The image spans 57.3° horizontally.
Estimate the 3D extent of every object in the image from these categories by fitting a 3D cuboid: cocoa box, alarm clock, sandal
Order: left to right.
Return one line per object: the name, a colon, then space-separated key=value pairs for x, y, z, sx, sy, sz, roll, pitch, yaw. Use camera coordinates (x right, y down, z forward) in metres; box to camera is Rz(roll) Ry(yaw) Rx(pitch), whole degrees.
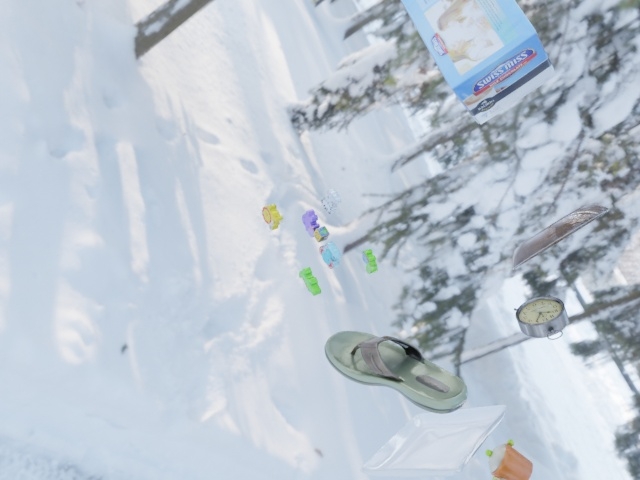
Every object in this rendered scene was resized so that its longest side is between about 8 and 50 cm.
sandal: x=0.145 y=0.233 z=1.140 sx=0.120 sy=0.302 sz=0.086 roll=-42 pitch=135 yaw=-40
cocoa box: x=0.397 y=-0.528 z=1.504 sx=0.228 sy=0.231 sz=0.347 roll=23 pitch=41 yaw=-56
alarm clock: x=0.599 y=0.217 z=1.566 sx=0.192 sy=0.129 sz=0.064 roll=-85 pitch=152 yaw=-71

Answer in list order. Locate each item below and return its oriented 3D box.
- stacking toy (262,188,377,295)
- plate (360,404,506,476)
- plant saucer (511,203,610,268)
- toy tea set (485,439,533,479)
stacking toy: x=0.000 y=0.000 z=1.200 sx=0.166 sy=0.052 sz=0.221 roll=-17 pitch=66 yaw=-30
plate: x=0.273 y=0.479 z=1.374 sx=0.278 sy=0.277 sz=0.045 roll=-24 pitch=90 yaw=-48
plant saucer: x=0.675 y=-0.018 z=1.682 sx=0.050 sy=0.310 sz=0.310 roll=60 pitch=18 yaw=14
toy tea set: x=0.463 y=0.682 z=1.547 sx=0.124 sy=0.200 sz=0.336 roll=29 pitch=23 yaw=9
